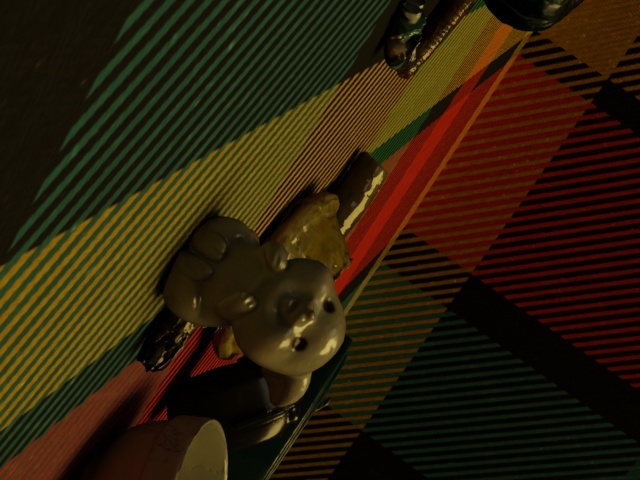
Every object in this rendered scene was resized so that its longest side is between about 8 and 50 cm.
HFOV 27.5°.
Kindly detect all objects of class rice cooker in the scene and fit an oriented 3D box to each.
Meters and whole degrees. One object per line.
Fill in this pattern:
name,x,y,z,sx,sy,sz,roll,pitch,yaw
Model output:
rice cooker,-0.125,0.241,1.899,0.203,0.118,0.142,-17,-173,-4

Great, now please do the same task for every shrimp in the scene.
shrimp,-0.143,0.079,1.538,0.219,0.046,0.152,-52,170,-26

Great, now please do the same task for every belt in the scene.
belt,-0.107,0.335,2.526,0.436,0.173,0.300,-53,176,-18

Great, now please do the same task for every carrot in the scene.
carrot,0.165,-0.299,1.863,0.171,0.042,0.042,-52,173,-12

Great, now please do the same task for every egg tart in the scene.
egg tart,-0.044,0.063,1.878,0.290,0.115,0.290,-53,175,-7

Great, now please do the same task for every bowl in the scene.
bowl,-0.226,0.358,1.664,0.287,0.143,0.287,8,90,-80

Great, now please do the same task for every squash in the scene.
squash,0.353,-0.432,1.981,0.252,0.165,0.252,-51,173,-9

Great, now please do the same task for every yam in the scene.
yam,0.000,0.000,2.058,0.317,0.067,0.071,-54,165,-2

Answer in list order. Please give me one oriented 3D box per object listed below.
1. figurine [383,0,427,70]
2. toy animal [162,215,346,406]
figurine,0.107,-0.260,1.633,0.106,0.047,0.060,105,-17,-51
toy animal,-0.067,0.072,1.399,0.127,0.193,0.178,-55,176,-22
